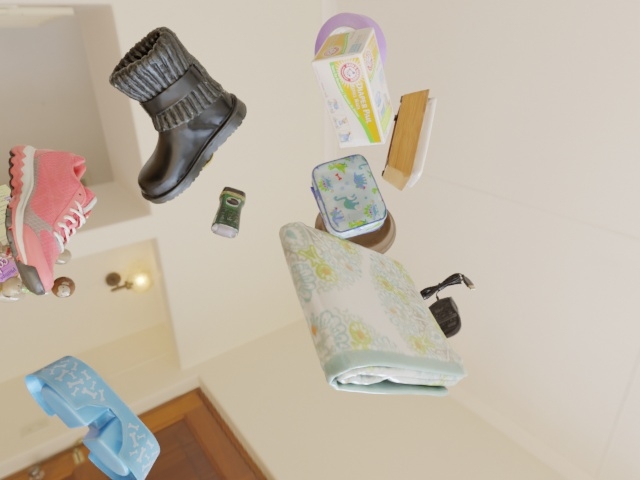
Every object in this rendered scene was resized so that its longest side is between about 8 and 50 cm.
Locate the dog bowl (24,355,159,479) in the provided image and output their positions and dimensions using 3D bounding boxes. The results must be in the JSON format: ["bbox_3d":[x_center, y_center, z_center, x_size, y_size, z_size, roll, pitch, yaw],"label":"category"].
[{"bbox_3d":[-0.424,0.341,0.876,0.166,0.074,0.297,-26,-75,43],"label":"dog bowl"}]

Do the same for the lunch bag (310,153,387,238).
[{"bbox_3d":[0.072,-0.120,1.277,0.090,0.176,0.219,92,-22,-73],"label":"lunch bag"}]

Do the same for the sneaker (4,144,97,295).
[{"bbox_3d":[-0.474,-0.053,0.824,0.116,0.136,0.314,119,-42,-50],"label":"sneaker"}]

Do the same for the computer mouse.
[{"bbox_3d":[0.436,0.217,1.506,0.060,0.184,0.262,52,13,-26],"label":"computer mouse"}]

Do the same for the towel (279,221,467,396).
[{"bbox_3d":[0.101,0.139,0.895,0.090,0.374,0.320,-47,-134,23],"label":"towel"}]

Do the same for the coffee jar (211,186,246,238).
[{"bbox_3d":[-0.324,-0.104,1.640,0.079,0.096,0.184,128,-25,-51],"label":"coffee jar"}]

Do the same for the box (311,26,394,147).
[{"bbox_3d":[0.073,-0.307,0.946,0.103,0.114,0.203,0,-45,25],"label":"box"}]

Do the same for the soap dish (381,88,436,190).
[{"bbox_3d":[0.293,-0.333,1.553,0.229,0.118,0.291,67,37,-84],"label":"soap dish"}]

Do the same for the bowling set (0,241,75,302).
[{"bbox_3d":[-0.707,0.059,1.124,0.200,0.154,0.287,23,-91,22],"label":"bowling set"}]

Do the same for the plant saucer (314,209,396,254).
[{"bbox_3d":[0.119,-0.053,1.545,0.278,0.278,0.041,51,-22,28],"label":"plant saucer"}]

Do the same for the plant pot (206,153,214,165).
[{"bbox_3d":[-0.463,-0.311,1.713,0.134,0.134,0.095,64,-17,11],"label":"plant pot"}]

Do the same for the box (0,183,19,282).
[{"bbox_3d":[-0.914,-0.012,1.312,0.243,0.117,0.213,52,11,-16],"label":"box"}]

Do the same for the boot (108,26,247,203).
[{"bbox_3d":[-0.361,-0.263,1.019,0.348,0.260,0.131,-47,-131,9],"label":"boot"}]

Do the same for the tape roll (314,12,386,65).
[{"bbox_3d":[0.113,-0.723,1.775,0.275,0.090,0.275,15,-63,32],"label":"tape roll"}]
